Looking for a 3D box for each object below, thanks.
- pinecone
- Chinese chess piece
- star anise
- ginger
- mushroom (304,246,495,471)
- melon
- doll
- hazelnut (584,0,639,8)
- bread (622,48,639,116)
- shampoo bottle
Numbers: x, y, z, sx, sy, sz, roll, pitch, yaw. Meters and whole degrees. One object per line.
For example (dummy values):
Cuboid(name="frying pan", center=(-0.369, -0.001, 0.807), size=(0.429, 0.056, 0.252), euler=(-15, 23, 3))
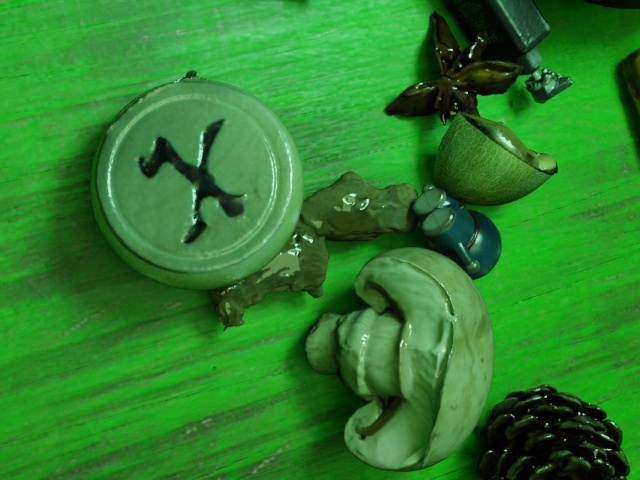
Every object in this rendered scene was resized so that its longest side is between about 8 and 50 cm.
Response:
Cuboid(name="pinecone", center=(0.290, 0.275, 1.257), size=(0.184, 0.204, 0.179), euler=(2, 111, -19))
Cuboid(name="Chinese chess piece", center=(-0.134, -0.062, 1.108), size=(0.238, 0.092, 0.237), euler=(0, 81, -3))
Cuboid(name="star anise", center=(0.182, -0.178, 1.266), size=(0.144, 0.158, 0.140), euler=(27, 94, -52))
Cuboid(name="ginger", center=(-0.002, 0.001, 1.197), size=(0.290, 0.084, 0.122), euler=(-27, 95, -17))
Cuboid(name="mushroom", center=(0.106, 0.136, 1.211), size=(0.189, 0.195, 0.253), euler=(9, 86, -53))
Cuboid(name="melon", center=(0.210, -0.078, 1.250), size=(0.160, 0.079, 0.128), euler=(19, 125, -37))
Cuboid(name="doll", center=(0.166, -0.004, 1.244), size=(0.085, 0.114, 0.152), euler=(-31, 143, 17))
Cuboid(name="hazelnut", center=(0.389, -0.438, 1.196), size=(0.366, 0.366, 0.365), euler=(-1, 93, -20))
Cuboid(name="bread", center=(0.491, -0.138, 1.373), size=(0.139, 0.077, 0.270), euler=(-25, 99, -13))
Cuboid(name="shampoo bottle", center=(0.196, -0.298, 1.246), size=(0.071, 0.098, 0.309), euler=(-40, 105, -18))
